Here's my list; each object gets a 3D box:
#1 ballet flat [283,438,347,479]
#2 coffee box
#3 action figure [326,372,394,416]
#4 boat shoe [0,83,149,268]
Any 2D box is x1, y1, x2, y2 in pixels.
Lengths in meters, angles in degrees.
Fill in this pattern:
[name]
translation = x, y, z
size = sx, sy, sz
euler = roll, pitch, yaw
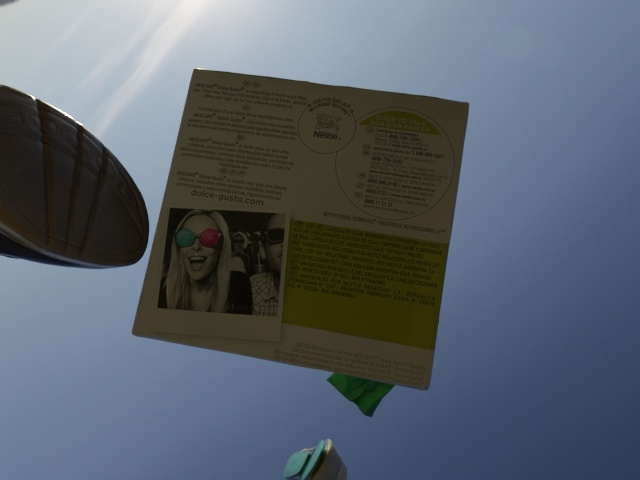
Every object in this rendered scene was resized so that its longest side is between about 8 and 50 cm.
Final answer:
[ballet flat]
translation = 0.003, 0.375, 0.921
size = 0.248, 0.086, 0.086
euler = 122, -11, -67
[coffee box]
translation = 0.000, 0.000, 0.792
size = 0.338, 0.337, 0.334
euler = 9, -99, 8
[action figure]
translation = 0.137, 0.221, 1.082
size = 0.232, 0.137, 0.063
euler = -42, -152, 7
[boat shoe]
translation = -0.231, -0.044, 0.347
size = 0.092, 0.285, 0.102
euler = -16, -112, 25
